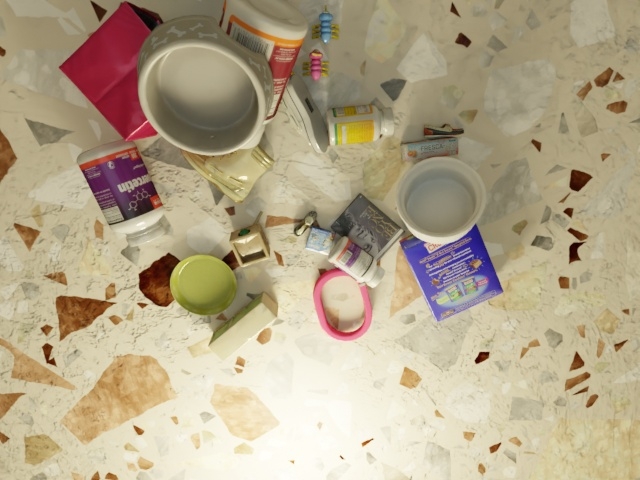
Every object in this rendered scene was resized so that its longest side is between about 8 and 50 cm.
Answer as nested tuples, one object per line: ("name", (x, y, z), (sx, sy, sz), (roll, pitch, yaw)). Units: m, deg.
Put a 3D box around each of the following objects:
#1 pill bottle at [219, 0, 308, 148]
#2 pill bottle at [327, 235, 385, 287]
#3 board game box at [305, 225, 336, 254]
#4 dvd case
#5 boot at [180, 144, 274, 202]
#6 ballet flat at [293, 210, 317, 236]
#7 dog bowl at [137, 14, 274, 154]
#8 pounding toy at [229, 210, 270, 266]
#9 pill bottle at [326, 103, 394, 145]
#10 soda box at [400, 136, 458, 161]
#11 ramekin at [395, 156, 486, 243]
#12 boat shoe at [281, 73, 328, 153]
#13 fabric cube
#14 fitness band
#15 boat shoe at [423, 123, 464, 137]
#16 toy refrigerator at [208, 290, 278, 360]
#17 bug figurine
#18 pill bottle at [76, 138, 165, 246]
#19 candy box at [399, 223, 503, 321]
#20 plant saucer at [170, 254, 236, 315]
("pill bottle", (-0.204, -0.474, 1.211), (0.223, 0.224, 0.392), (23, 131, -9))
("pill bottle", (0.131, 0.081, 1.508), (0.193, 0.108, 0.108), (36, 102, -9))
("board game box", (0.000, 0.000, 1.525), (0.090, 0.020, 0.090), (15, 117, -7))
("dvd case", (0.171, -0.040, 1.529), (0.221, 0.018, 0.165), (39, 102, -13))
("boot", (-0.303, -0.277, 1.394), (0.262, 0.095, 0.203), (40, 102, -15))
("ballet flat", (-0.052, -0.056, 1.503), (0.041, 0.041, 0.114), (41, 101, -13))
("dog bowl", (-0.292, -0.370, 1.076), (0.347, 0.102, 0.349), (-3, 135, -3))
("pounding toy", (-0.243, -0.006, 1.492), (0.129, 0.100, 0.141), (-17, 118, 4))
("pill bottle", (0.128, -0.376, 1.371), (0.208, 0.118, 0.118), (-7, 107, -1))
("soda box", (0.367, -0.310, 1.430), (0.182, 0.063, 0.058), (-7, 107, -1))
("ramekin", (0.392, -0.122, 1.394), (0.276, 0.135, 0.278), (-4, 73, 13))
("boat shoe", (-0.061, -0.397, 1.367), (0.088, 0.096, 0.268), (-4, 134, 34))
("fabric cube", (-0.522, -0.481, 1.241), (0.258, 0.254, 0.259), (-37, 106, 11))
("fitness band", (0.085, 0.244, 1.595), (0.208, 0.054, 0.291), (-14, 106, 2))
("boat shoe", (0.415, -0.371, 1.423), (0.136, 0.049, 0.043), (-2, 105, 3))
("toy refrigerator", (-0.288, 0.315, 1.575), (0.269, 0.102, 0.094), (-40, 105, 10))
("bug figurine", (-0.075, -0.604, 1.315), (0.278, 0.072, 0.217), (-5, 107, -1))
("pill bottle", (-0.629, -0.151, 1.374), (0.181, 0.181, 0.323), (-19, 107, 3))
("candy box", (0.468, 0.091, 1.529), (0.267, 0.122, 0.318), (-25, 108, 7))
("plant saucer", (-0.425, 0.160, 1.555), (0.240, 0.037, 0.241), (0, 107, -2))
